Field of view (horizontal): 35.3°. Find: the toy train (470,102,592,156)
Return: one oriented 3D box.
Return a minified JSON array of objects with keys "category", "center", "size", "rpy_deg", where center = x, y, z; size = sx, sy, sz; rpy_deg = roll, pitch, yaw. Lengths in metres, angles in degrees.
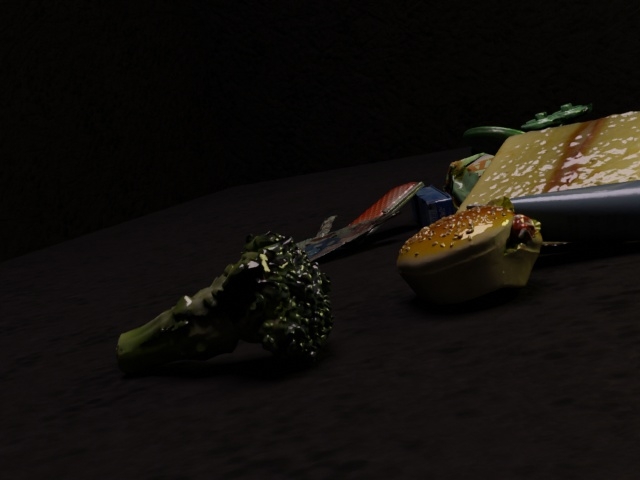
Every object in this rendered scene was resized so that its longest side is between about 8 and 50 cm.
[{"category":"toy train","center":[0.465,-0.189,2.156],"size":[0.238,0.167,0.299],"rpy_deg":[-12,5,42]}]

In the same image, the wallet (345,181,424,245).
[{"category":"wallet","center":[0.110,-0.050,1.963],"size":[0.196,0.020,0.103],"rpy_deg":[-41,16,-25]}]

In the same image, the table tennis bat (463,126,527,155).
[{"category":"table tennis bat","center":[0.378,-0.156,1.788],"size":[0.257,0.039,0.160],"rpy_deg":[13,-7,-9]}]

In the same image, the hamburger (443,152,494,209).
[{"category":"hamburger","center":[0.367,-0.114,1.925],"size":[0.235,0.125,0.214],"rpy_deg":[6,27,33]}]

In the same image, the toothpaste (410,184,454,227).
[{"category":"toothpaste","center":[0.217,-0.063,1.959],"size":[0.053,0.066,0.272],"rpy_deg":[-12,8,-1]}]

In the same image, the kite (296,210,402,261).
[{"category":"kite","center":[0.000,0.000,1.901],"size":[0.335,0.012,0.314],"rpy_deg":[-18,14,19]}]

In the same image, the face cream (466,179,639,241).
[{"category":"face cream","center":[0.398,-0.038,1.370],"size":[0.385,0.086,0.135],"rpy_deg":[-4,-20,14]}]

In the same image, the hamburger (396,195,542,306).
[{"category":"hamburger","center":[0.187,0.014,1.284],"size":[0.172,0.116,0.210],"rpy_deg":[-14,4,-10]}]

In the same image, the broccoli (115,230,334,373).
[{"category":"broccoli","center":[-0.126,0.100,1.189],"size":[0.304,0.146,0.165],"rpy_deg":[-19,13,31]}]

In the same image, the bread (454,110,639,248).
[{"category":"bread","center":[0.422,-0.033,1.602],"size":[0.345,0.242,0.405],"rpy_deg":[-1,46,38]}]
